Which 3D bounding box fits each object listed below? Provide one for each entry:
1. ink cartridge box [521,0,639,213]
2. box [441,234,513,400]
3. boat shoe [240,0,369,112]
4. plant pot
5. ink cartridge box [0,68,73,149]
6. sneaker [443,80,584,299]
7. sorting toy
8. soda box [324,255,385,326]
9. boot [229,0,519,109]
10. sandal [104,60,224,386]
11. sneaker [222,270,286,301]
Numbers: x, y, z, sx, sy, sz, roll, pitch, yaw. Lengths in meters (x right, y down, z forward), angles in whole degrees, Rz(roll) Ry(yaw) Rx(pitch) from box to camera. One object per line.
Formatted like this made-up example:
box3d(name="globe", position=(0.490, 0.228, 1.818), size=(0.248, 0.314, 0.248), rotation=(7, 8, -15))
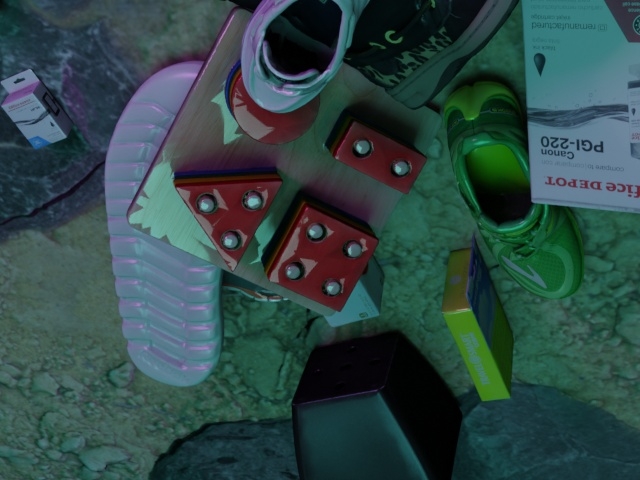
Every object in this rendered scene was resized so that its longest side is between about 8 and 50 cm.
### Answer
box3d(name="ink cartridge box", position=(0.282, -0.141, 1.066), size=(0.158, 0.092, 0.218), rotation=(8, 119, 32))
box3d(name="box", position=(0.189, 0.095, 1.342), size=(0.042, 0.109, 0.178), rotation=(-11, 128, 22))
box3d(name="boat shoe", position=(-0.025, -0.170, 0.966), size=(0.095, 0.084, 0.258), rotation=(27, 152, -3))
box3d(name="plant pot", position=(0.062, 0.229, 1.446), size=(0.188, 0.187, 0.167), rotation=(-12, 116, 21))
box3d(name="ink cartridge box", position=(-0.328, -0.149, 1.278), size=(0.048, 0.028, 0.083), rotation=(-18, 125, 24))
box3d(name="sneaker", position=(0.205, -0.031, 1.220), size=(0.109, 0.123, 0.295), rotation=(-17, 126, 23))
box3d(name="sorting toy", position=(-0.032, -0.068, 1.169), size=(0.255, 0.089, 0.257), rotation=(26, 102, -17))
box3d(name="soda box", position=(0.000, 0.000, 1.317), size=(0.069, 0.074, 0.216), rotation=(-17, 126, 23))
box3d(name="boot", position=(0.031, -0.271, 0.981), size=(0.284, 0.138, 0.377), rotation=(24, 161, -6))
box3d(name="sandal", position=(-0.165, -0.022, 1.313), size=(0.169, 0.102, 0.416), rotation=(16, 118, 8))
box3d(name="sneaker", position=(-0.083, 0.031, 1.372), size=(0.158, 0.061, 0.065), rotation=(4, 125, 6))
